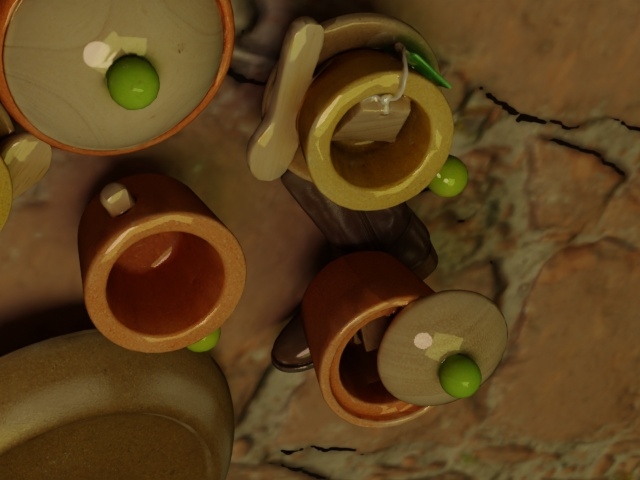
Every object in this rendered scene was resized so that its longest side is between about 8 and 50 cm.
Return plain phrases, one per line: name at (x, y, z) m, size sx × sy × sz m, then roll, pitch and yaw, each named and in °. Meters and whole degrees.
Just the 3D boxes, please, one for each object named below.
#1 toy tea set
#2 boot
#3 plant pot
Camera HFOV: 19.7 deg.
toy tea set at (-0.036, -0.014, 0.777) m, size 0.336 × 0.124 × 0.200 m, roll 21°, pitch 111°, yaw -31°
boot at (0.000, 0.000, 0.899) m, size 0.106 × 0.037 × 0.114 m, roll -41°, pitch 138°, yaw -10°
plant pot at (-0.138, 0.141, 0.903) m, size 0.236 × 0.032 × 0.236 m, roll -25°, pitch 142°, yaw -21°
